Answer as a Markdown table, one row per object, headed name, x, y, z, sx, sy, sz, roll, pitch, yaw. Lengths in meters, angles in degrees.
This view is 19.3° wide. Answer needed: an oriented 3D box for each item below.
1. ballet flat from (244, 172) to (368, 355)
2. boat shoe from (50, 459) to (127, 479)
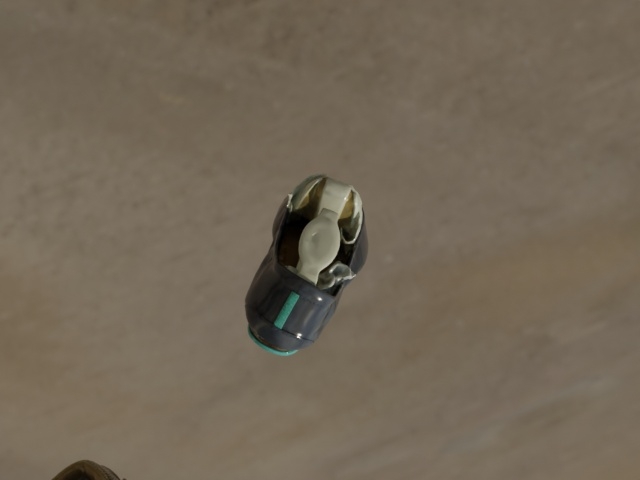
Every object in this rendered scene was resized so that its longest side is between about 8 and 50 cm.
| name | x | y | z | sx | sy | sz | roll | pitch | yaw |
| --- | --- | --- | --- | --- | --- | --- | --- | --- | --- |
| ballet flat | 0.000 | 0.000 | 1.267 | 0.074 | 0.074 | 0.203 | -31 | -162 | 26 |
| boat shoe | -0.142 | 0.205 | 1.246 | 0.123 | 0.123 | 0.342 | -13 | 169 | 22 |
